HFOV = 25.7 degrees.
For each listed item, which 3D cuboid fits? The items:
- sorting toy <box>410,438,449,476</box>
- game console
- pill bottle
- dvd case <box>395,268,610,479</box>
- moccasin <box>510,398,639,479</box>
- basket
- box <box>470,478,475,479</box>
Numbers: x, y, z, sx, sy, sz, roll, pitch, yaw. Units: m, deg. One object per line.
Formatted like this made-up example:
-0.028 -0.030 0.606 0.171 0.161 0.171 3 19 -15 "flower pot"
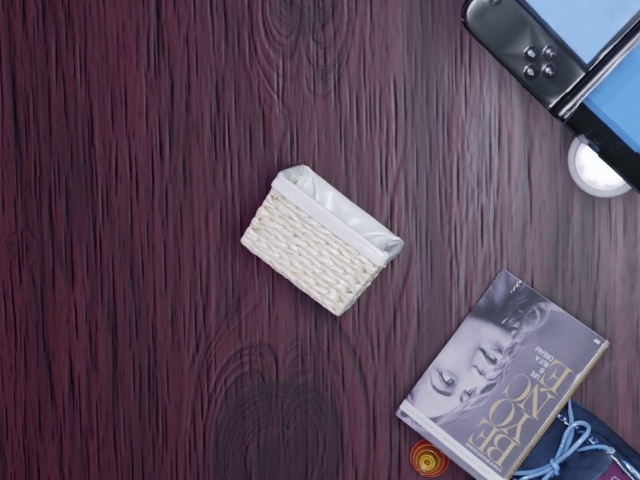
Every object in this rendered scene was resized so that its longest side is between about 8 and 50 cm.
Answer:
0.145 0.245 1.720 0.061 0.042 0.102 14 98 11 "sorting toy"
0.338 -0.240 1.436 0.250 0.173 0.293 41 98 -21 "game console"
0.324 -0.093 1.589 0.087 0.160 0.087 1 96 12 "pill bottle"
0.212 0.164 1.655 0.164 0.018 0.221 37 92 33 "dvd case"
0.318 0.273 1.645 0.342 0.117 0.138 28 101 11 "moccasin"
0.000 0.000 1.695 0.167 0.113 0.103 38 106 6 "basket"
0.202 0.388 1.721 0.105 0.043 0.179 -29 86 13 "box"
